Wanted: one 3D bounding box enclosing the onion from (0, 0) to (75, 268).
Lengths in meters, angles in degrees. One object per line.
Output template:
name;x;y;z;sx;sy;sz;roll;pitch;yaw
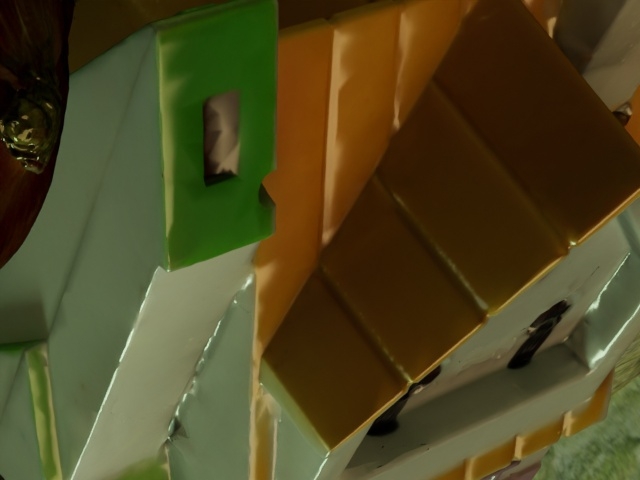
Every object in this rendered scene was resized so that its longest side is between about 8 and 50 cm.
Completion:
onion;-0.105;-0.029;0.403;0.119;0.118;0.117;-35;151;9

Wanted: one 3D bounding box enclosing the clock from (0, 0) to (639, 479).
clock;0.000;0.000;0.596;0.235;0.166;0.309;-20;153;-34
